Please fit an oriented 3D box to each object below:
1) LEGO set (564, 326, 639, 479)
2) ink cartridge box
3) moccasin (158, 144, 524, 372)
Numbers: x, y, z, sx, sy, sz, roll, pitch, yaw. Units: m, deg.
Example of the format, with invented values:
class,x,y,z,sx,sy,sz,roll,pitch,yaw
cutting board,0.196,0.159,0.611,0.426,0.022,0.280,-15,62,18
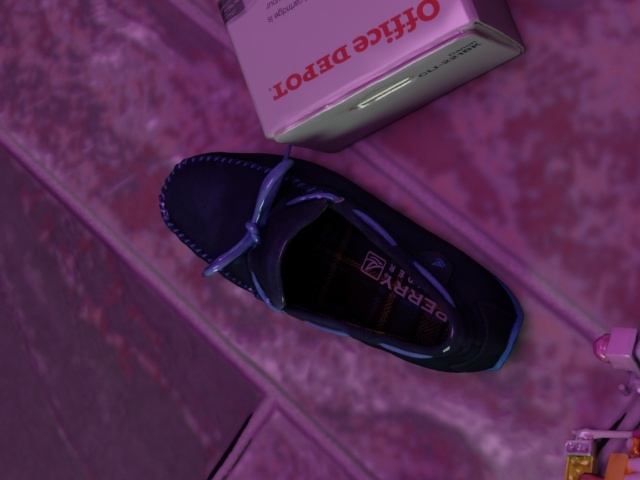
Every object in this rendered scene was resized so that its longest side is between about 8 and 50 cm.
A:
class,x,y,z,sx,sy,sz,roll,pitch,yaw
LEGO set,0.182,0.204,0.939,0.107,0.132,0.287,-4,47,41
ink cartridge box,0.017,-0.233,1.100,0.197,0.114,0.273,-26,73,25
moccasin,0.000,0.000,1.091,0.342,0.117,0.138,19,96,30
